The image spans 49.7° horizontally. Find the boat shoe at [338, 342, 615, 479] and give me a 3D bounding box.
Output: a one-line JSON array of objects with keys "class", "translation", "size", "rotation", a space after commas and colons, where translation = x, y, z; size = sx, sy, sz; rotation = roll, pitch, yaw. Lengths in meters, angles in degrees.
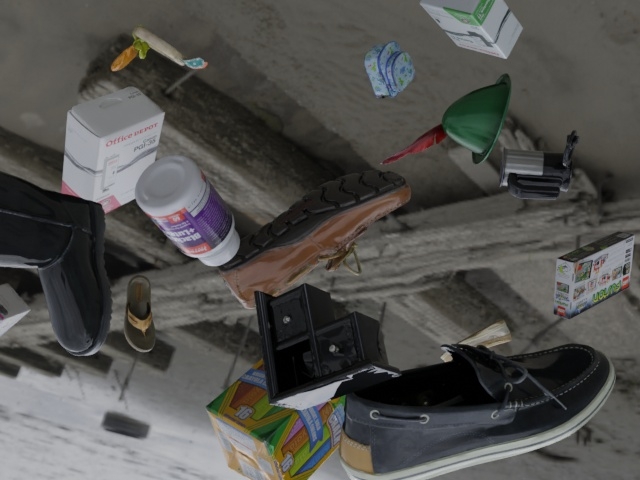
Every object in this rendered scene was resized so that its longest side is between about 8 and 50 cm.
[{"class": "boat shoe", "translation": [0.260, 0.244, 1.111], "size": [0.500, 0.156, 0.187], "rotation": [-13, -165, -16]}]

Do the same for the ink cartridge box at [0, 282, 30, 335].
[{"class": "ink cartridge box", "translation": [-0.529, 0.129, 1.026], "size": [0.061, 0.104, 0.181], "rotation": [50, -173, 0]}]

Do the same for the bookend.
[{"class": "bookend", "translation": [0.005, 0.117, 0.884], "size": [0.157, 0.156, 0.072], "rotation": [-25, 149, 27]}]

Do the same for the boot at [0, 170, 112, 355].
[{"class": "boot", "translation": [-0.620, 0.040, 1.367], "size": [0.146, 0.367, 0.445], "rotation": [-15, 164, 20]}]

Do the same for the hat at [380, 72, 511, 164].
[{"class": "hat", "translation": [0.243, -0.246, 1.324], "size": [0.183, 0.209, 0.173], "rotation": [16, 160, -3]}]

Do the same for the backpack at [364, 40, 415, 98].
[{"class": "backpack", "translation": [0.163, -0.404, 1.613], "size": [0.084, 0.105, 0.114], "rotation": [5, 136, 44]}]

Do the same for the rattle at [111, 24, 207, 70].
[{"class": "rattle", "translation": [-0.411, -0.453, 1.783], "size": [0.199, 0.143, 0.130], "rotation": [32, 166, -27]}]

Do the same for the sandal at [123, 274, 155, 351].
[{"class": "sandal", "translation": [-0.418, 0.169, 1.607], "size": [0.072, 0.180, 0.049], "rotation": [0, 175, -27]}]

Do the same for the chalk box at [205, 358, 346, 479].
[{"class": "chalk box", "translation": [-0.055, 0.344, 1.421], "size": [0.180, 0.289, 0.179], "rotation": [14, 130, 39]}]

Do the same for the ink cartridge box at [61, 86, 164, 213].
[{"class": "ink cartridge box", "translation": [-0.519, -0.214, 1.713], "size": [0.117, 0.207, 0.283], "rotation": [40, 135, 14]}]

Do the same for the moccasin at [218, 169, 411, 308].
[{"class": "moccasin", "translation": [0.001, 0.001, 1.272], "size": [0.147, 0.380, 0.139], "rotation": [58, 175, -30]}]

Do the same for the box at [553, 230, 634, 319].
[{"class": "box", "translation": [0.517, 0.062, 1.300], "size": [0.207, 0.114, 0.036], "rotation": [-17, -156, -35]}]

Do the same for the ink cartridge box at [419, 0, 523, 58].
[{"class": "ink cartridge box", "translation": [0.345, -0.509, 1.568], "size": [0.153, 0.087, 0.208], "rotation": [30, -176, 39]}]

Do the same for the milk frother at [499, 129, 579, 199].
[{"class": "milk frother", "translation": [0.434, -0.162, 1.375], "size": [0.134, 0.129, 0.143], "rotation": [5, 117, 9]}]

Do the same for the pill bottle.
[{"class": "pill bottle", "translation": [-0.204, -0.039, 1.108], "size": [0.108, 0.108, 0.193], "rotation": [0, 149, 21]}]

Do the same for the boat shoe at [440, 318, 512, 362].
[{"class": "boat shoe", "translation": [0.346, 0.238, 1.534], "size": [0.170, 0.059, 0.063], "rotation": [-36, 166, 27]}]
